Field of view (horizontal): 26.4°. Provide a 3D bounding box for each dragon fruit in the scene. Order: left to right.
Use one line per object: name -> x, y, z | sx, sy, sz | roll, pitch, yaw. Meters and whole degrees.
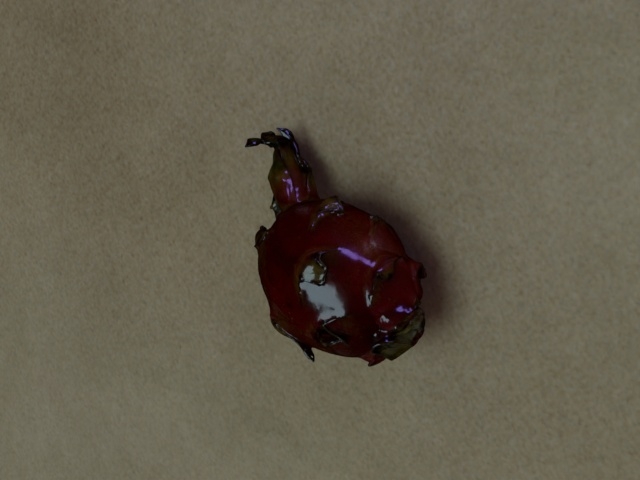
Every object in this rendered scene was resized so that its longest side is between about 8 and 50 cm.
dragon fruit -> 0.000, 0.000, 1.150 | 0.125, 0.125, 0.246 | 101, 148, -60
